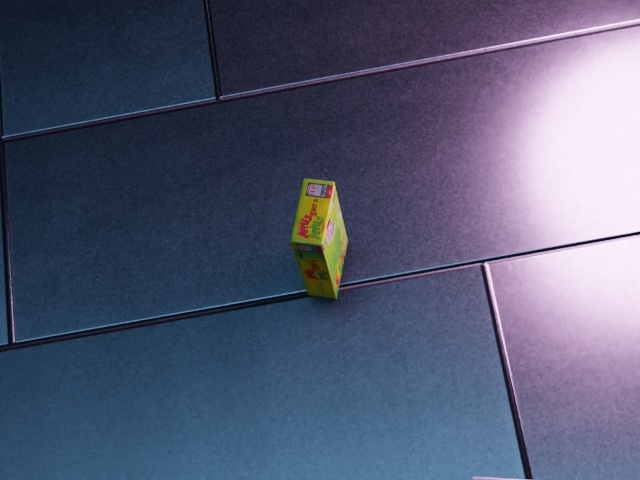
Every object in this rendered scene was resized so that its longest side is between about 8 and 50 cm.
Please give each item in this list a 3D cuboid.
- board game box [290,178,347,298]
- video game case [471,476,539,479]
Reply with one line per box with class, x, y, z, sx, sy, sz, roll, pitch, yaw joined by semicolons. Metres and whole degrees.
board game box;0.000;0.000;1.911;0.043;0.181;0.092;7;67;11
video game case;0.280;0.404;1.779;0.193;0.023;0.212;2;65;8
